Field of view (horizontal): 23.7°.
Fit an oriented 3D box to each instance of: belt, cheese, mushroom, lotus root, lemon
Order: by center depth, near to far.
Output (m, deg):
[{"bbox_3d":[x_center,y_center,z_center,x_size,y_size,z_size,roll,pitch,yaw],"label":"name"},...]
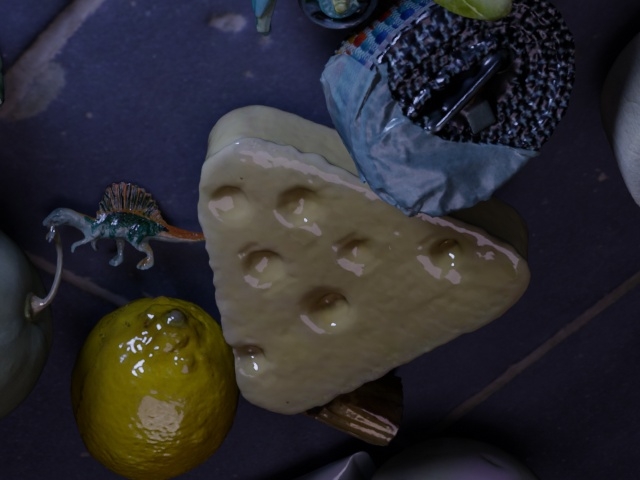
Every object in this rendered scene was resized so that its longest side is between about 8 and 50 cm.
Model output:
[{"bbox_3d":[0.130,-0.152,1.543,0.207,0.150,0.257,42,95,-21],"label":"belt"},{"bbox_3d":[-0.001,0.000,1.693,0.384,0.104,0.383,3,126,4],"label":"cheese"},{"bbox_3d":[-0.196,0.176,1.810,0.204,0.204,0.260,5,133,-15],"label":"lemon"},{"bbox_3d":[0.044,0.207,1.968,0.135,0.095,0.159,22,167,-22],"label":"lotus root"},{"bbox_3d":[0.205,0.426,2.065,0.315,0.315,0.356,-35,152,22],"label":"mushroom"}]

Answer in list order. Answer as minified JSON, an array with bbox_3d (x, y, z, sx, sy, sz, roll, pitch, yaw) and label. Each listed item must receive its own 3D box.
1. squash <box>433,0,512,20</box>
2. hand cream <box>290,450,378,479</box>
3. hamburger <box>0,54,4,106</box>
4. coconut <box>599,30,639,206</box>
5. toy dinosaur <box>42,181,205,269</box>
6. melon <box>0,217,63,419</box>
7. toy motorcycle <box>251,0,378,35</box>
[{"bbox_3d":[0.125,-0.346,1.370,0.093,0.169,0.252,-10,136,-9],"label":"squash"},{"bbox_3d":[-0.069,0.412,2.132,0.359,0.118,0.185,-25,137,5],"label":"hand cream"},{"bbox_3d":[-0.444,-0.140,1.492,0.261,0.150,0.276,-31,132,21],"label":"hamburger"},{"bbox_3d":[0.429,-0.122,1.594,0.245,0.247,0.245,-5,133,-5],"label":"coconut"},{"bbox_3d":[-0.213,-0.021,1.729,0.187,0.044,0.106,-15,119,6],"label":"toy dinosaur"},{"bbox_3d":[-0.434,0.094,1.652,0.308,0.271,0.271,11,140,23],"label":"melon"},{"bbox_3d":[-0.018,-0.316,1.426,0.198,0.109,0.296,-4,133,-3],"label":"toy motorcycle"}]
